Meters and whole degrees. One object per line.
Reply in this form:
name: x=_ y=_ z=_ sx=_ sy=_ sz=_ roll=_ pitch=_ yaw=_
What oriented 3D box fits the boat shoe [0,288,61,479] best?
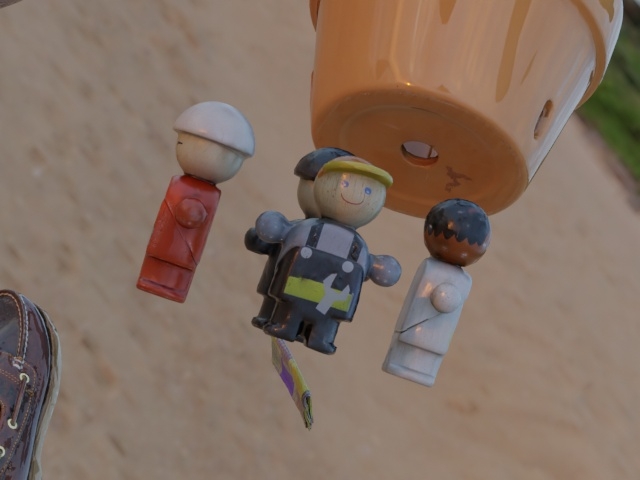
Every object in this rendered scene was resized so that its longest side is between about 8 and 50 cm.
boat shoe: x=-0.218 y=0.113 z=1.309 sx=0.073 sy=0.073 sz=0.207 roll=44 pitch=32 yaw=-43

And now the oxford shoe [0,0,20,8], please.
oxford shoe: x=-0.215 y=-0.166 z=1.036 sx=0.364 sy=0.133 sz=0.130 roll=-22 pitch=89 yaw=-42

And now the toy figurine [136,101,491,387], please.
toy figurine: x=0.000 y=0.000 z=1.400 sx=0.209 sy=0.148 sz=0.213 roll=16 pitch=-4 yaw=43

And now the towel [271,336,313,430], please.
towel: x=-0.025 y=0.112 z=1.653 sx=0.060 sy=0.009 sz=0.083 roll=84 pitch=-19 yaw=-56

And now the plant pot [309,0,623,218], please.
plant pot: x=0.112 y=-0.155 z=1.808 sx=0.291 sy=0.291 sz=0.203 roll=46 pitch=49 yaw=-37
